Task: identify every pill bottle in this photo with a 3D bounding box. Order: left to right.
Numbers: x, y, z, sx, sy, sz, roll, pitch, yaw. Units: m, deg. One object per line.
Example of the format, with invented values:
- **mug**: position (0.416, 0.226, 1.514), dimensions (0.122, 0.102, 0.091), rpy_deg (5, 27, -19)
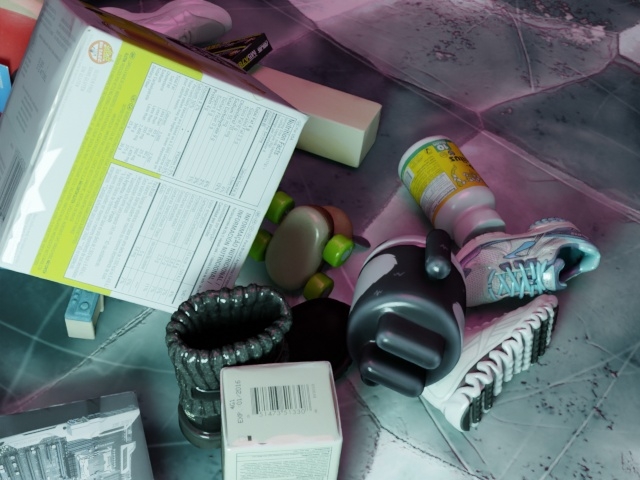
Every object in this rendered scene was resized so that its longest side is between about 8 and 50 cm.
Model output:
- **pill bottle**: position (0.231, -0.076, 1.805), dimensions (0.117, 0.118, 0.208), rpy_deg (-16, 51, -19)

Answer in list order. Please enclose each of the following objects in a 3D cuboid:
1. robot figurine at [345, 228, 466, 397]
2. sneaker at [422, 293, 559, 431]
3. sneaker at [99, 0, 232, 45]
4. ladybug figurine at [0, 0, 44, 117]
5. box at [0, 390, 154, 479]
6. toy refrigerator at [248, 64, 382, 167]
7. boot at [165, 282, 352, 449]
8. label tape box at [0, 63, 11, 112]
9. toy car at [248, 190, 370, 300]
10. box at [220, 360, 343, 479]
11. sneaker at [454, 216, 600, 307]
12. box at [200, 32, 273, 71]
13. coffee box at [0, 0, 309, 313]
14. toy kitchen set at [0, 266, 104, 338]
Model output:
- **robot figurine**: position (0.126, 0.106, 1.538), dimensions (0.209, 0.174, 0.278), rpy_deg (-21, 24, 21)
- **sneaker**: position (0.264, 0.164, 1.610), dimensions (0.118, 0.110, 0.292), rpy_deg (31, 52, 32)
- **sneaker**: position (-0.322, -0.388, 2.056), dimensions (0.305, 0.114, 0.152), rpy_deg (-10, 63, -8)
- **ladybug figurine**: position (-0.523, -0.308, 1.825), dimensions (0.449, 0.305, 0.162), rpy_deg (22, 66, -3)
- **box**: position (-0.338, 0.365, 1.385), dimensions (0.242, 0.077, 0.307), rpy_deg (-9, 50, -13)
- **toy refrigerator**: position (-0.033, -0.232, 1.939), dimensions (0.269, 0.094, 0.102), rpy_deg (20, 42, 11)
- **boot**: position (-0.065, 0.136, 1.491), dimensions (0.131, 0.260, 0.348), rpy_deg (38, 56, 26)
- **label tape box**: position (-0.686, -0.225, 1.767), dimensions (0.333, 0.241, 0.106), rpy_deg (19, 49, 12)
- **toy car**: position (0.000, 0.000, 1.738), dimensions (0.155, 0.149, 0.188), rpy_deg (36, 26, 20)
- **box**: position (-0.058, 0.279, 1.383), dimensions (0.148, 0.232, 0.127), rpy_deg (-3, 48, -8)
- **sneaker**: position (0.332, 0.041, 1.692), dimensions (0.283, 0.110, 0.122), rpy_deg (-22, 31, -22)
- **box**: position (-0.212, -0.317, 1.963), dimensions (0.190, 0.045, 0.184), rpy_deg (-3, 33, 43)
- **coffee box**: position (-0.273, -0.127, 1.518), dimensions (0.334, 0.338, 0.337), rpy_deg (18, 13, -29)
- **toy kitchen set**: position (-0.439, 0.048, 1.628), dimensions (0.207, 0.122, 0.166), rpy_deg (7, 48, 2)
